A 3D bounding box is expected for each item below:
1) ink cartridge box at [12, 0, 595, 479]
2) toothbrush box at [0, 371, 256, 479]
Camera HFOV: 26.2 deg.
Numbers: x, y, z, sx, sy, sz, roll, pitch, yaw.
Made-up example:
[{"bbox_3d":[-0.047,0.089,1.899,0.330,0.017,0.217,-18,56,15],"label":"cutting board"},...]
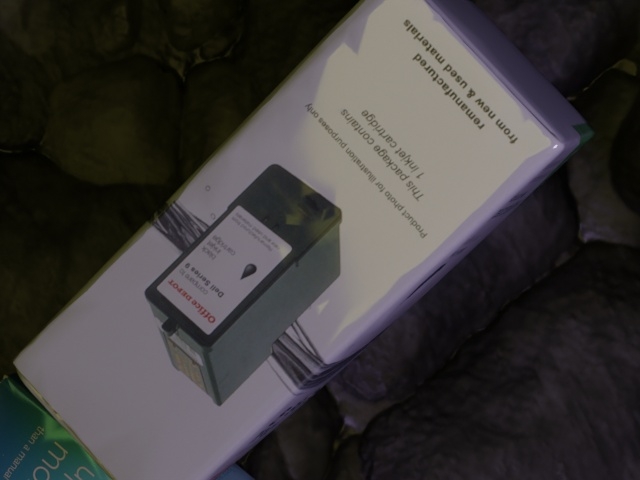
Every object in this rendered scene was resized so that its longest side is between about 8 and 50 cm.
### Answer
[{"bbox_3d":[0.000,0.000,0.762,0.289,0.211,0.121,-44,84,16],"label":"ink cartridge box"},{"bbox_3d":[-0.116,0.244,0.859,0.295,0.126,0.216,39,104,8],"label":"toothbrush box"}]
